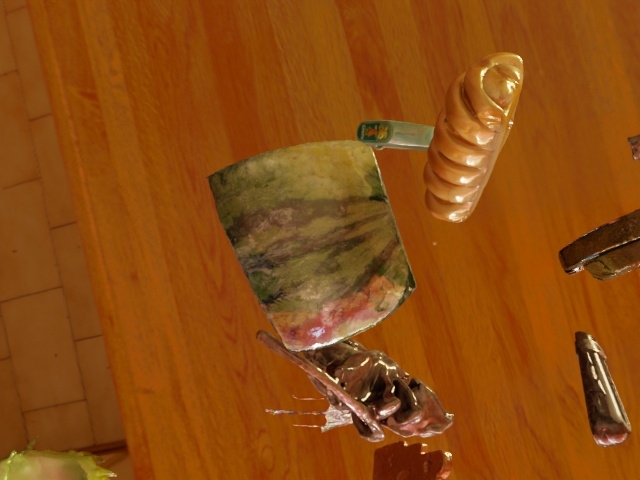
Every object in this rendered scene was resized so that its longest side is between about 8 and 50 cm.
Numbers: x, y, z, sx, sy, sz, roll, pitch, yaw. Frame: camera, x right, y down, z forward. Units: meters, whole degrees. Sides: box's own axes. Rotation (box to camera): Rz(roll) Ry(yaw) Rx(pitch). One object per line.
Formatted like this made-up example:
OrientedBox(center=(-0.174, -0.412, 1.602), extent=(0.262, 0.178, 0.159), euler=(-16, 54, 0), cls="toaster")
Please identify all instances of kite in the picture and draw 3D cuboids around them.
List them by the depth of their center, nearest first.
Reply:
OrientedBox(center=(-0.008, 0.405, 1.288), extent=(0.244, 0.006, 0.198), euler=(4, 135, 2), cls="kite")

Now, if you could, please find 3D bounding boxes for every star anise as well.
OrientedBox(center=(0.059, 0.246, 0.947), extent=(0.359, 0.316, 0.139), euler=(31, 86, 4), cls="star anise")

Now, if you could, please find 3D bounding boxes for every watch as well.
OrientedBox(center=(0.201, -0.271, 1.423), extent=(0.237, 0.195, 0.068), euler=(12, 99, 51), cls="watch")

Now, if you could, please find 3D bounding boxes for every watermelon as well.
OrientedBox(center=(0.000, 0.000, 0.752), extent=(0.213, 0.201, 0.261), euler=(-18, 95, 9), cls="watermelon")

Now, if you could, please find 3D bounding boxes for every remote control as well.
OrientedBox(center=(0.579, 0.294, 1.136), extent=(0.066, 0.266, 0.090), euler=(-21, 124, 29), cls="remote control")

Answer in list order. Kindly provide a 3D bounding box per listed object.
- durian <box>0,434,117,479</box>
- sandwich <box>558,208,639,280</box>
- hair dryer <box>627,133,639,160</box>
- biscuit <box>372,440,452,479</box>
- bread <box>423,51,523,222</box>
OrientedBox(center=(-0.316, 0.267, 0.463), extent=(0.158, 0.352, 0.169), euler=(-42, 76, 19), cls="durian")
OrientedBox(center=(0.497, 0.006, 0.864), extent=(0.235, 0.159, 0.079), euler=(-28, 70, 30), cls="sandwich")
OrientedBox(center=(0.454, -0.140, 0.520), extent=(0.301, 0.361, 0.121), euler=(-31, 91, -28), cls="hair dryer")
OrientedBox(center=(0.241, 0.675, 1.551), extent=(0.043, 0.306, 0.284), euler=(37, 86, -24), cls="biscuit")
OrientedBox(center=(0.254, -0.164, 0.966), extent=(0.121, 0.311, 0.173), euler=(23, 51, 14), cls="bread")
